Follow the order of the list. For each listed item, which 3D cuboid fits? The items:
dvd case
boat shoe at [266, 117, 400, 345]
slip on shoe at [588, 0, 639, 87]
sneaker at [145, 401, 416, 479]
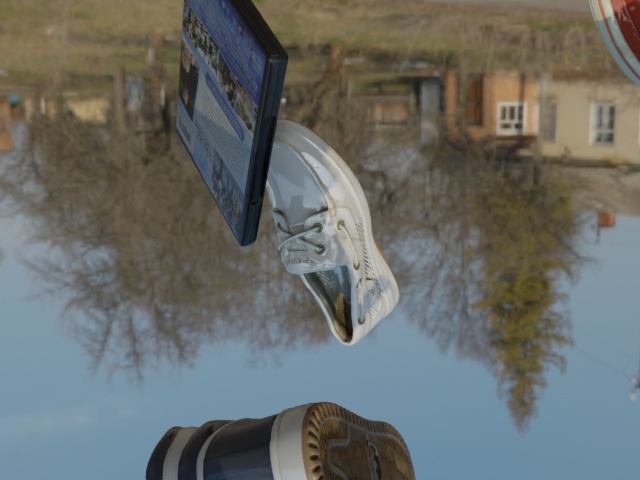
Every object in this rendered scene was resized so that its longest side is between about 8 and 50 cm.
[{"bbox_3d":[-0.093,-0.137,0.889,0.022,0.253,0.180,-17,-123,-24],"label":"dvd case"},{"bbox_3d":[0.000,0.000,0.989,0.098,0.277,0.096,-1,-141,42],"label":"boat shoe"},{"bbox_3d":[0.404,-0.199,0.998,0.101,0.331,0.123,-31,-155,42],"label":"slip on shoe"},{"bbox_3d":[-0.022,0.194,0.703,0.153,0.099,0.282,-15,152,16],"label":"sneaker"}]
